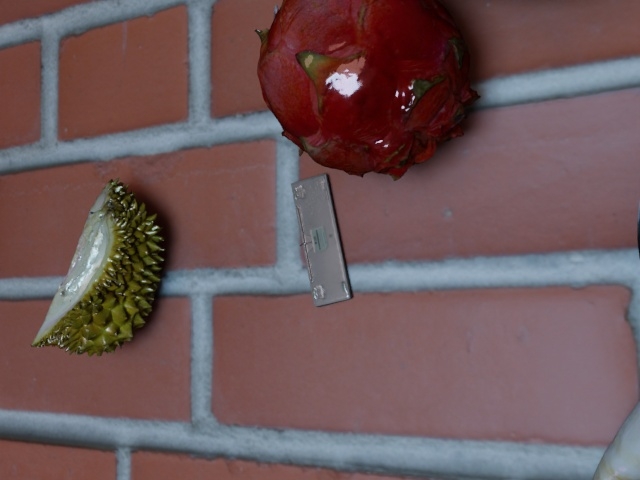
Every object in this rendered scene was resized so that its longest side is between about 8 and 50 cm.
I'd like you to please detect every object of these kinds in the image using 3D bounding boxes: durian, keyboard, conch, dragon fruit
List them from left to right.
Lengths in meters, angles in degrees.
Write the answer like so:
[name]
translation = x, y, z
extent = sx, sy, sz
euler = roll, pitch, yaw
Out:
[durian]
translation = -0.289, 0.040, 1.048
extent = 0.138, 0.183, 0.249
euler = 18, 90, -9
[keyboard]
translation = 0.000, 0.000, 0.965
extent = 0.055, 0.017, 0.165
euler = -15, 78, 20
[dragon fruit]
translation = 0.051, -0.187, 0.842
extent = 0.241, 0.241, 0.252
euler = -16, 74, 25
[conch]
translation = 0.340, 0.203, 0.730
extent = 0.104, 0.094, 0.176
euler = 28, 106, -16

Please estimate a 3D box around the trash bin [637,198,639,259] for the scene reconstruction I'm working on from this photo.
[trash bin]
translation = 0.478, -0.020, 0.584
extent = 0.432, 0.280, 0.280
euler = -20, 76, 20
